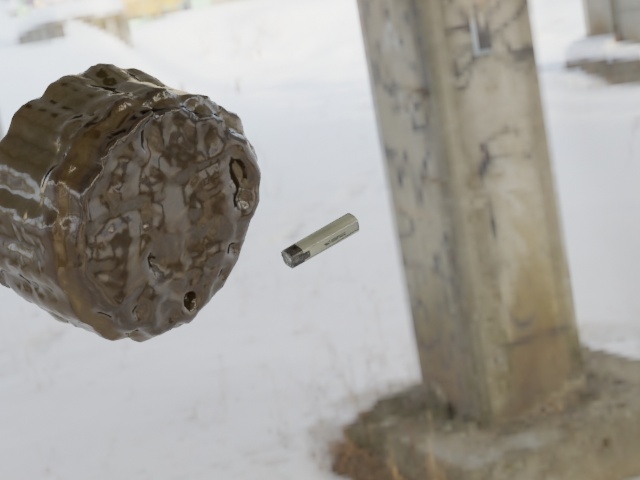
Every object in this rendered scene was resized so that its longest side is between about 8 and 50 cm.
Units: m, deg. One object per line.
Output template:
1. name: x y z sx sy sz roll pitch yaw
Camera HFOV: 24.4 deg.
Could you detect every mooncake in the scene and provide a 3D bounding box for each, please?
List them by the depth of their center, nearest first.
1. mooncake: -0.228 -0.039 1.752 0.187 0.324 0.324 20 29 41

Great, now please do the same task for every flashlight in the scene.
1. flashlight: 0.000 0.000 1.427 0.083 0.018 0.018 -29 40 -27
